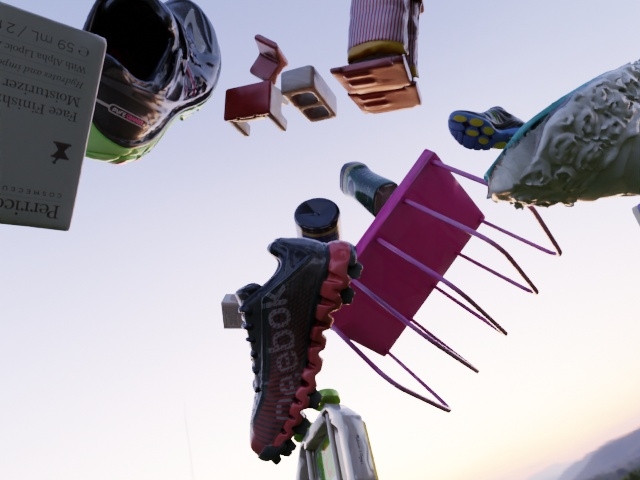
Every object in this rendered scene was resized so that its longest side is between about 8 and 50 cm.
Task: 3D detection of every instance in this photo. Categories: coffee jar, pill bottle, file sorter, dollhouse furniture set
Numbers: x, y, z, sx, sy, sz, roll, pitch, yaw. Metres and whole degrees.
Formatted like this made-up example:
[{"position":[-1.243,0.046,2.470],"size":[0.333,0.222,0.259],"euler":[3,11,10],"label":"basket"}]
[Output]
[{"position":[0.119,-0.133,1.226],"size":[0.078,0.184,0.096],"euler":[-15,-56,-24],"label":"coffee jar"},{"position":[0.000,0.000,1.306],"size":[0.122,0.123,0.219],"euler":[-16,-42,-7],"label":"pill bottle"},{"position":[0.171,0.065,0.687],"size":[0.202,0.182,0.291],"euler":[35,-89,-43],"label":"file sorter"},{"position":[-0.011,-0.327,0.844],"size":[0.373,0.202,0.152],"euler":[-3,-13,24],"label":"dollhouse furniture set"}]

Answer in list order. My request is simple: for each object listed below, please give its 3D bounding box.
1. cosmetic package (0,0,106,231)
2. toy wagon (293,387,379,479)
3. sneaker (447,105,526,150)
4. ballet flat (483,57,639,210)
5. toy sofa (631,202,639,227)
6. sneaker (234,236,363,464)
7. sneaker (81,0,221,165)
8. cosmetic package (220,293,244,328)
[{"position":[-0.308,-0.123,0.449],"size":[0.151,0.151,0.184],"euler":[7,-76,-38],"label":"cosmetic package"},{"position":[0.002,0.453,0.874],"size":[0.068,0.267,0.345],"euler":[9,-52,-18],"label":"toy wagon"},{"position":[0.316,-0.214,0.915],"size":[0.188,0.078,0.067],"euler":[2,-42,-22],"label":"sneaker"},{"position":[0.349,-0.124,0.543],"size":[0.408,0.147,0.147],"euler":[-31,-25,-33],"label":"ballet flat"},{"position":[0.728,0.050,0.875],"size":[0.177,0.363,0.150],"euler":[29,-43,-17],"label":"toy sofa"},{"position":[-0.050,0.119,0.581],"size":[0.134,0.276,0.097],"euler":[18,-6,-7],"label":"sneaker"},{"position":[-0.265,-0.310,0.797],"size":[0.185,0.483,0.202],"euler":[21,-50,-12],"label":"sneaker"},{"position":[-0.129,0.136,0.930],"size":[0.114,0.041,0.061],"euler":[1,-70,3],"label":"cosmetic package"}]
